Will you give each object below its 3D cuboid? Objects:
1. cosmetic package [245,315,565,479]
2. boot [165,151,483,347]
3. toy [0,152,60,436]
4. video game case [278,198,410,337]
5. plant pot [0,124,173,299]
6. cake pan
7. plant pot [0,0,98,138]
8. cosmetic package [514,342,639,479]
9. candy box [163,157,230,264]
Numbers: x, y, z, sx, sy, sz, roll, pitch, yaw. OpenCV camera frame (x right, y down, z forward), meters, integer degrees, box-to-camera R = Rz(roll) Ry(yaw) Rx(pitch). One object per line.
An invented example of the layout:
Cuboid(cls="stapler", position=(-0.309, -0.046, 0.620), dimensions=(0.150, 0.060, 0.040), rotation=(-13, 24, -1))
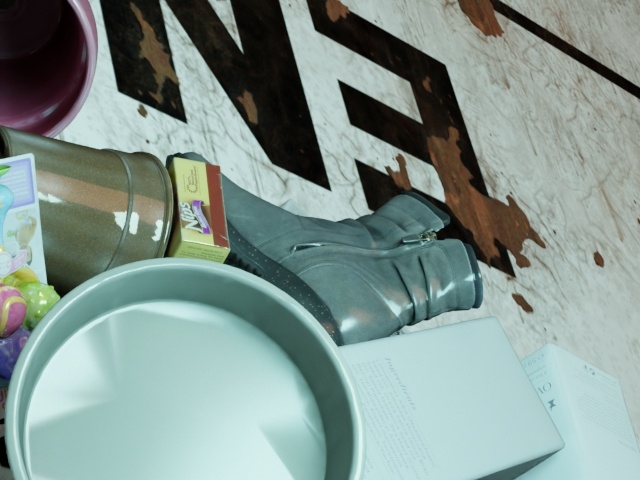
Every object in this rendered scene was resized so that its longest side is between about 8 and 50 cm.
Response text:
Cuboid(cls="cosmetic package", position=(0.020, 0.213, 1.867), dimensions=(0.453, 0.230, 0.161), rotation=(-7, 65, -57))
Cuboid(cls="boot", position=(0.000, 0.000, 2.020), dimensions=(0.223, 0.118, 0.338), rotation=(-24, 53, -24))
Cuboid(cls="toy", position=(-0.266, 0.051, 1.673), dimensions=(0.137, 0.056, 0.237), rotation=(-18, 102, -52))
Cuboid(cls="video game case", position=(0.005, 0.082, 2.200), dimensions=(0.227, 0.026, 0.206), rotation=(49, 29, -10))
Cuboid(cls="plant pot", position=(-0.251, -0.025, 1.810), dimensions=(0.165, 0.167, 0.167), rotation=(18, 44, -36))
Cuboid(cls="cake pan", position=(-0.110, 0.157, 1.572), dimensions=(0.293, 0.054, 0.293), rotation=(6, 65, -14))
Cuboid(cls="plant pot", position=(-0.312, -0.206, 1.890), dimensions=(0.201, 0.201, 0.180), rotation=(43, 15, -19))
Cuboid(cls="cosmetic package", position=(0.226, 0.273, 2.109), dimensions=(0.138, 0.224, 0.224), rotation=(27, 37, -40))
Cuboid(cls="candy box", position=(-0.144, 0.023, 1.870), dimensions=(0.053, 0.186, 0.109), rotation=(11, 46, -22))
